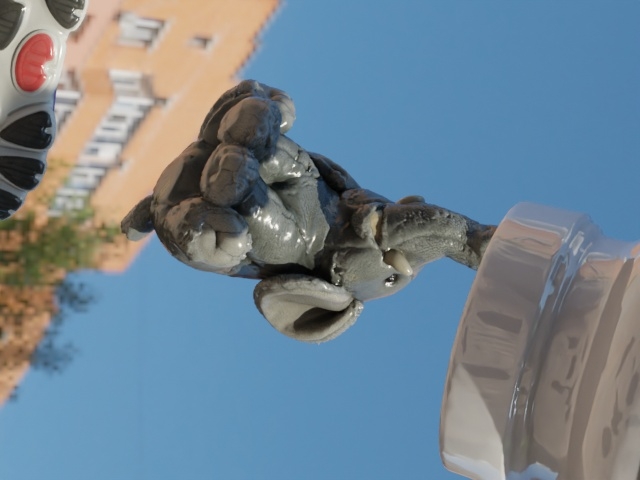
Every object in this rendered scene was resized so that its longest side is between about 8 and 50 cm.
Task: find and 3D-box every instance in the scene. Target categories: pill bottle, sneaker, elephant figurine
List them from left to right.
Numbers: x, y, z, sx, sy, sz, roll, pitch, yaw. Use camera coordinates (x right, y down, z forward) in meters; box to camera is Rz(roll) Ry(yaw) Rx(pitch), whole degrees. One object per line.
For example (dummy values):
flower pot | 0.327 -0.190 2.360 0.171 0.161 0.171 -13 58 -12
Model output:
sneaker | -0.151 -0.083 0.763 0.170 0.068 0.071 -63 -166 15
elephant figurine | 0.000 0.000 1.215 0.169 0.239 0.186 -58 -157 7
pill bottle | 0.265 0.102 0.893 0.363 0.210 0.210 16 -76 19
